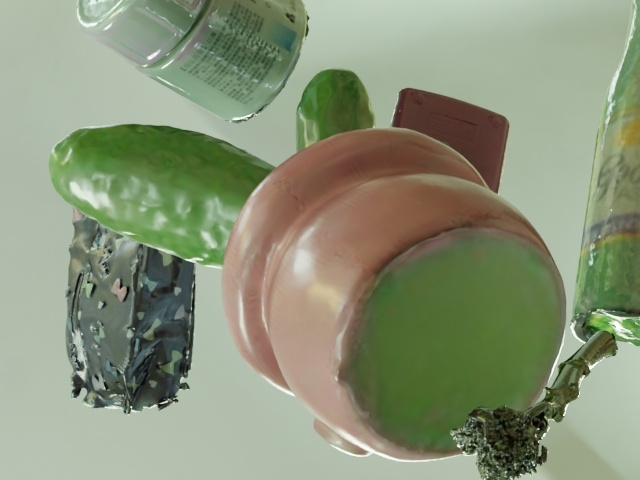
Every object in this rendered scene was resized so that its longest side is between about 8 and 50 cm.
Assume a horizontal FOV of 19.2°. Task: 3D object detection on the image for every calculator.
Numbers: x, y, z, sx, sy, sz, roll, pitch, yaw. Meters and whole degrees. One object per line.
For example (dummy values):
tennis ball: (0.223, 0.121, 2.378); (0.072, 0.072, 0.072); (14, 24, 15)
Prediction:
calculator: (0.121, -0.067, 1.896); (0.127, 0.034, 0.190); (16, -121, -4)

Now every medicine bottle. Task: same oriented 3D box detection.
medicine bottle: (-0.111, -0.193, 1.632); (0.168, 0.135, 0.135); (27, -150, -32)

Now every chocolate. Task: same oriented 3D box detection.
chocolate: (0.260, -0.064, 1.478); (0.110, 0.110, 0.291); (17, -109, -30)

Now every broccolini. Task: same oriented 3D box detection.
broccolini: (0.130, 0.084, 1.015); (0.044, 0.042, 0.218); (49, -151, 10)

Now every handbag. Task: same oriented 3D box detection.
handbag: (-0.205, 0.056, 2.038); (0.113, 0.260, 0.162); (-6, -166, -42)

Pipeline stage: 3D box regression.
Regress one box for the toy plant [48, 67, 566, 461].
toy plant: (0.001, 0.006, 1.344); (0.317, 0.210, 0.356); (11, -160, -28)
